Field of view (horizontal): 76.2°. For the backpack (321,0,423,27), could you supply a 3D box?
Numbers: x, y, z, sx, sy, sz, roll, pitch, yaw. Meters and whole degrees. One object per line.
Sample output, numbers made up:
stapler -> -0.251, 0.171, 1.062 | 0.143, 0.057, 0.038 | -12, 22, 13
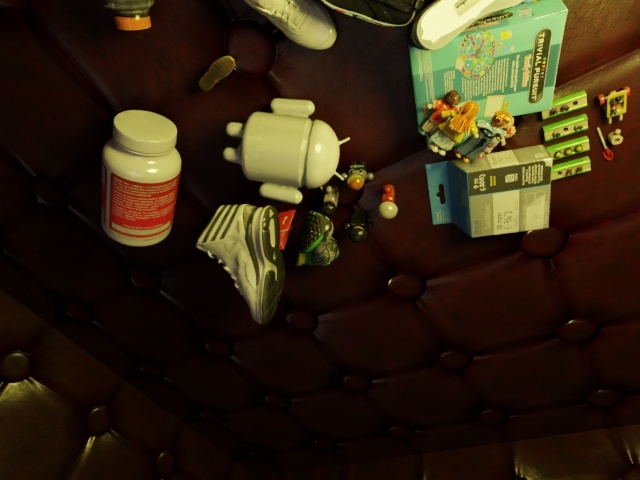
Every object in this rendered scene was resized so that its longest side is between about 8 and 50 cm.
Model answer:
backpack -> 0.104, -0.611, 0.891 | 0.253, 0.191, 0.225 | 10, 127, -7

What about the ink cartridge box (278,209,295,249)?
ink cartridge box -> -0.189, -0.021, 1.440 | 0.231, 0.134, 0.078 | -13, 123, 20

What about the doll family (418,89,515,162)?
doll family -> 0.391, -0.279, 1.043 | 0.263, 0.118, 0.163 | 16, 143, -16

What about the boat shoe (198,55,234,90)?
boat shoe -> -0.293, -0.481, 1.156 | 0.135, 0.045, 0.050 | -24, 130, 29

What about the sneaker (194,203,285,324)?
sneaker -> -0.267, 0.073, 1.365 | 0.257, 0.169, 0.447 | 10, 120, 14

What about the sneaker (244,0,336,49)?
sneaker -> -0.099, -0.563, 0.991 | 0.305, 0.152, 0.114 | 31, 124, -15

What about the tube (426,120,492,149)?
tube -> 0.411, -0.303, 1.173 | 0.207, 0.052, 0.080 | -8, 136, 8

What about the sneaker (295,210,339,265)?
sneaker -> 0.000, 0.000, 1.390 | 0.146, 0.134, 0.343 | 5, 162, -7

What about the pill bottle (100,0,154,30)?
pill bottle -> -0.489, -0.657, 1.001 | 0.130, 0.130, 0.246 | 6, 129, 5

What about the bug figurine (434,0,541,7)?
bug figurine -> 0.390, -0.613, 0.912 | 0.279, 0.072, 0.216 | 7, 135, -2

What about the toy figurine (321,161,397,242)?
toy figurine -> 0.120, -0.120, 1.299 | 0.209, 0.148, 0.213 | 39, 125, -19

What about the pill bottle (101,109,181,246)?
pill bottle -> -0.578, -0.194, 1.316 | 0.229, 0.229, 0.408 | 21, 128, -6

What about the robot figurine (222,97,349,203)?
robot figurine -> -0.098, -0.261, 1.194 | 0.353, 0.200, 0.300 | 8, 100, 4

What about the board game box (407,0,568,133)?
board game box -> 0.402, -0.422, 1.024 | 0.336, 0.079, 0.254 | -7, 140, 15

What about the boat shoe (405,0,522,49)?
boat shoe -> 0.326, -0.518, 0.887 | 0.306, 0.105, 0.113 | -37, 115, 7

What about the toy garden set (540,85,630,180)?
toy garden set -> 0.732, -0.288, 1.121 | 0.203, 0.049, 0.244 | -15, 124, 21

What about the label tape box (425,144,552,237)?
label tape box -> 0.506, -0.135, 1.245 | 0.333, 0.106, 0.241 | -8, 125, 16
